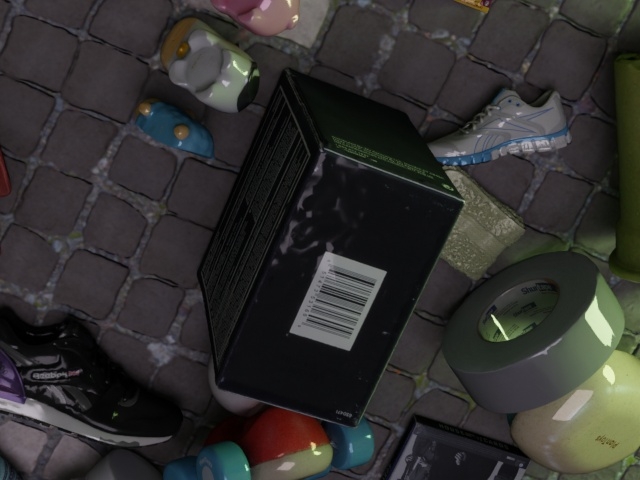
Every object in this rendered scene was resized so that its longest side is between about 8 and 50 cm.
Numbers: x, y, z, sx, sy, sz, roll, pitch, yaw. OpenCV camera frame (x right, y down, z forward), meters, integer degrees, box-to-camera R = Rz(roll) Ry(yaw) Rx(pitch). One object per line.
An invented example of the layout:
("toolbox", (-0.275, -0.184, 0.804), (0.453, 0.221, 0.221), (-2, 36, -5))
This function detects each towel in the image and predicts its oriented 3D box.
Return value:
("towel", (0.177, -0.022, 1.729), (0.148, 0.027, 0.110), (38, 104, -21))

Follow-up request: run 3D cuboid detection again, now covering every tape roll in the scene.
("tape roll", (0.260, 0.111, 1.692), (0.219, 0.219, 0.072), (-34, 113, 7))

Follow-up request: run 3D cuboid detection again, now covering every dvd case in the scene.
("dvd case", (0.160, 0.368, 1.893), (0.179, 0.029, 0.239), (20, 109, -16))

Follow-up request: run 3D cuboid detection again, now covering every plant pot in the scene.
("plant pot", (0.456, -0.110, 1.624), (0.276, 0.276, 0.254), (-14, 103, -2))

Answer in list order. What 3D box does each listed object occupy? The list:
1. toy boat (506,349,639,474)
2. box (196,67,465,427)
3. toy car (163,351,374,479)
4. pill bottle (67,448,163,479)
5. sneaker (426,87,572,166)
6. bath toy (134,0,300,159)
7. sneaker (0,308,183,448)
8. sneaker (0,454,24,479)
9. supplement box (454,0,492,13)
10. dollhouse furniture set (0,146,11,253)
("toy boat", (0.380, 0.163, 1.771), (0.318, 0.148, 0.267), (-44, 145, 8))
("box", (0.000, 0.000, 1.567), (0.182, 0.294, 0.296), (19, 109, -18))
("toy car", (-0.088, 0.199, 1.726), (0.219, 0.210, 0.238), (-10, 78, -31))
("pill bottle", (-0.321, 0.410, 1.770), (0.283, 0.161, 0.161), (-43, 112, 11))
("sneaker", (0.209, -0.142, 1.667), (0.190, 0.071, 0.083), (-14, 108, -11))
("bath toy", (-0.075, -0.255, 1.542), (0.348, 0.151, 0.129), (-55, 148, 12))
("sneaker", (-0.297, 0.168, 1.705), (0.283, 0.107, 0.124), (16, 104, -14))
("sneaker", (-0.496, 0.380, 1.764), (0.283, 0.110, 0.122), (-41, 116, 10))
("supplement box", (0.183, -0.314, 1.596), (0.055, 0.043, 0.083), (18, 109, -13))
("dollhouse furniture set", (-0.458, -0.162, 1.484), (0.152, 0.201, 0.374), (-12, 115, -3))
